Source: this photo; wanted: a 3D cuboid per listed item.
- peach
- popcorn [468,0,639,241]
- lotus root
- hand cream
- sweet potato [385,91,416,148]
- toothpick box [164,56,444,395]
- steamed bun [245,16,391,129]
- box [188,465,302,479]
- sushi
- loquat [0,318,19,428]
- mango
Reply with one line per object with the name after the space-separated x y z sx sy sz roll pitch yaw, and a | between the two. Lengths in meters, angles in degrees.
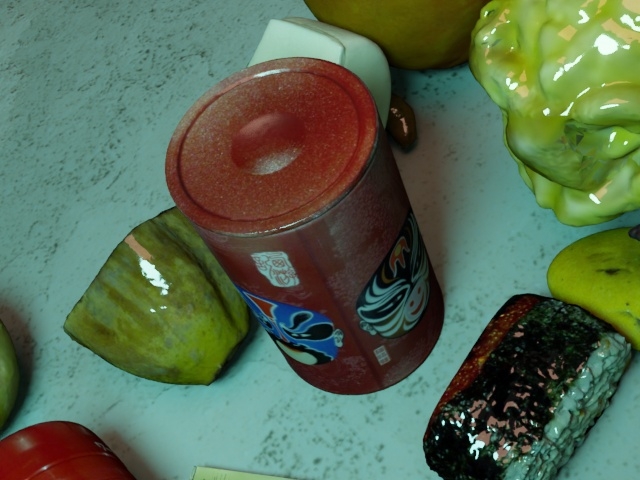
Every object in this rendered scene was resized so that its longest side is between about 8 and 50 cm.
0.128 -0.395 1.158 0.343 0.301 0.343 16 50 -20 | peach
0.332 -0.151 0.920 0.349 0.349 0.381 -25 41 2 | popcorn
-0.165 0.079 1.084 0.180 0.199 0.188 38 114 5 | lotus root
-0.272 0.290 0.939 0.193 0.193 0.125 -45 56 -13 | hand cream
0.064 -0.183 1.229 0.053 0.054 0.182 -40 51 -21 | sweet potato
0.000 0.000 0.949 0.204 0.333 0.204 -10 54 13 | toothpick box
-0.012 -0.142 1.143 0.146 0.164 0.241 29 102 31 | steamed bun
-0.077 0.282 0.981 0.149 0.020 0.073 3 59 21 | box
0.203 0.155 0.901 0.126 0.136 0.225 24 61 28 | sushi
-0.454 0.159 1.083 0.213 0.213 0.213 -9 55 13 | loquat
0.326 0.047 0.951 0.195 0.098 0.137 9 57 28 | mango
